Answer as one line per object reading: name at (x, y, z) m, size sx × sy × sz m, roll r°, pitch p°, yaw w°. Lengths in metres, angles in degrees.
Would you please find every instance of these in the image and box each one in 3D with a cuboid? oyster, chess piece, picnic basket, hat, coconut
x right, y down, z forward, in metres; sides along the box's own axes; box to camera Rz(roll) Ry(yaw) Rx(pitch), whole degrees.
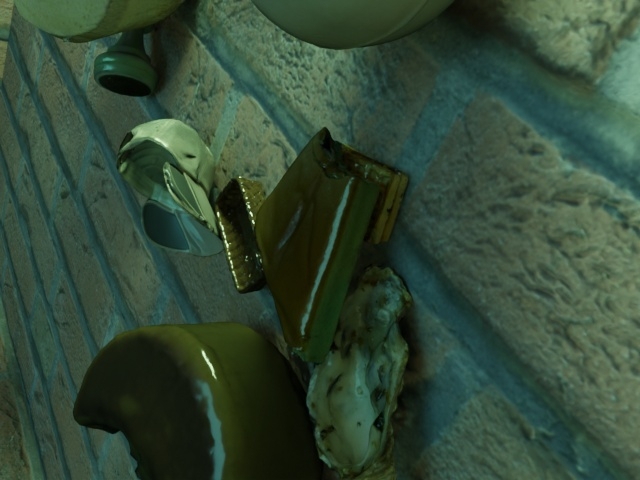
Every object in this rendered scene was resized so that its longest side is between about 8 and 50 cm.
oyster at (0.066, 0.179, 0.772) m, size 0.166 × 0.094 × 0.294 m, roll 9°, pitch 79°, yaw 55°
chess piece at (-0.424, -0.475, 1.373) m, size 0.139 × 0.139 × 0.271 m, roll -9°, pitch 71°, yaw 51°
picnic basket at (-0.121, -0.010, 1.024) m, size 0.110 × 0.055 × 0.193 m, roll -42°, pitch 59°, yaw 44°
hat at (-0.258, -0.097, 1.132) m, size 0.275 × 0.161 × 0.232 m, roll 58°, pitch 151°, yaw 3°
coconut at (-0.412, -0.600, 1.172) m, size 0.405 × 0.405 × 0.404 m, roll -1°, pitch 89°, yaw 51°

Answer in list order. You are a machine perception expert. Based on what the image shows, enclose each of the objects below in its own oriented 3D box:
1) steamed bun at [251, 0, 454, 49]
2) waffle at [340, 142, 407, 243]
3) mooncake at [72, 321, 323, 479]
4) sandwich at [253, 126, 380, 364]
steamed bun at (0.040, -0.393, 0.627) m, size 0.334 × 0.334 × 0.373 m, roll 24°, pitch 104°, yaw 49°
waffle at (0.049, -0.068, 0.821) m, size 0.148 × 0.042 × 0.102 m, roll 35°, pitch 115°, yaw 46°
mooncake at (-0.188, 0.325, 0.950) m, size 0.393 × 0.246 × 0.394 m, roll -22°, pitch 73°, yaw 41°
sandwich at (0.000, 0.000, 0.774) m, size 0.212 × 0.063 × 0.245 m, roll -49°, pitch 47°, yaw 37°
